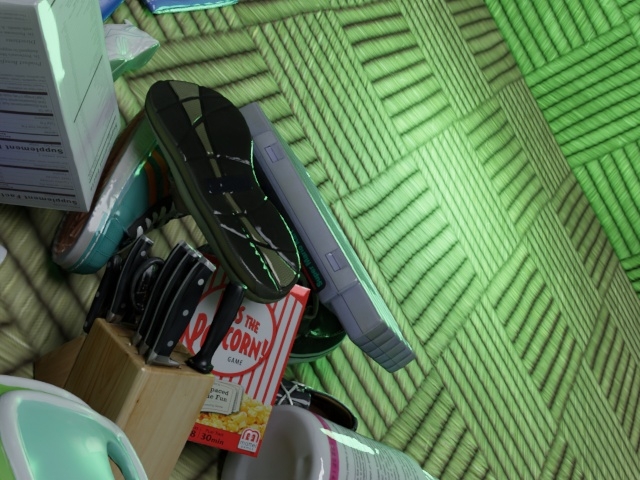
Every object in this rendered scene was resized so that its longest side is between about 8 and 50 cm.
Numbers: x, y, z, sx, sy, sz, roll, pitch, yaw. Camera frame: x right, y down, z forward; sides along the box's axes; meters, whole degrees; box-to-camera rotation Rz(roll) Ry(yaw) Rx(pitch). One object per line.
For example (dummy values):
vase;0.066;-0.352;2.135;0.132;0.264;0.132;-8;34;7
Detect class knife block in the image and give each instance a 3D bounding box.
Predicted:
knife block;-0.159;0.143;0.707;0.088;0.242;0.275;19;54;-46

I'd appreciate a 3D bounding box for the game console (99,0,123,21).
game console;-0.355;-0.421;0.982;0.293;0.173;0.250;47;12;-25

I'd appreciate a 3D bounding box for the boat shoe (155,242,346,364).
boat shoe;-0.057;0.084;0.993;0.335;0.119;0.121;17;56;-48

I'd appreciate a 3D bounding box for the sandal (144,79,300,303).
sandal;-0.123;-0.056;0.846;0.120;0.086;0.302;-1;59;-42

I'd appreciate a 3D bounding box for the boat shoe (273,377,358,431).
boat shoe;-0.050;0.197;0.970;0.233;0.079;0.084;36;44;-33

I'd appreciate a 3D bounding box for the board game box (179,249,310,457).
board game box;-0.111;0.121;0.844;0.147;0.045;0.193;20;82;-21

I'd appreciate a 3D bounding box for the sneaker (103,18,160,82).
sneaker;-0.269;-0.240;0.991;0.061;0.054;0.152;43;34;-4

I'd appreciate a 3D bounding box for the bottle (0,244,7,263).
bottle;-0.392;-0.059;0.637;0.283;0.118;0.092;47;37;-25

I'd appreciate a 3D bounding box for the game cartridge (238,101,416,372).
game cartridge;0.000;0.000;1.036;0.355;0.068;0.230;60;9;26

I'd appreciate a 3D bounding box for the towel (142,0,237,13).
towel;-0.259;-0.509;1.184;0.336;0.040;0.243;62;34;-4

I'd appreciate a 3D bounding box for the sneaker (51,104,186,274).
sneaker;-0.199;-0.055;0.904;0.121;0.108;0.302;43;38;-22

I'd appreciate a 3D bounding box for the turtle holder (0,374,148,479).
turtle holder;-0.263;0.198;0.562;0.320;0.243;0.227;38;25;29

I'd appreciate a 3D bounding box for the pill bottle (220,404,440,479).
pill bottle;0.033;0.312;0.928;0.283;0.160;0.160;32;45;-38

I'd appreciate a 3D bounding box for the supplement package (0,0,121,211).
supplement package;-0.282;-0.159;0.723;0.244;0.134;0.139;96;1;-50
